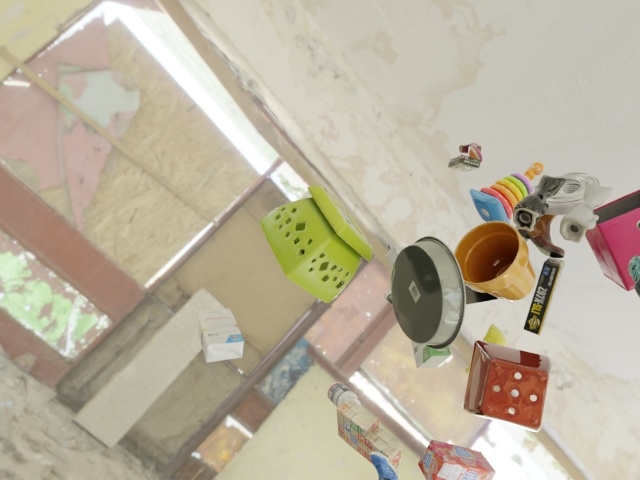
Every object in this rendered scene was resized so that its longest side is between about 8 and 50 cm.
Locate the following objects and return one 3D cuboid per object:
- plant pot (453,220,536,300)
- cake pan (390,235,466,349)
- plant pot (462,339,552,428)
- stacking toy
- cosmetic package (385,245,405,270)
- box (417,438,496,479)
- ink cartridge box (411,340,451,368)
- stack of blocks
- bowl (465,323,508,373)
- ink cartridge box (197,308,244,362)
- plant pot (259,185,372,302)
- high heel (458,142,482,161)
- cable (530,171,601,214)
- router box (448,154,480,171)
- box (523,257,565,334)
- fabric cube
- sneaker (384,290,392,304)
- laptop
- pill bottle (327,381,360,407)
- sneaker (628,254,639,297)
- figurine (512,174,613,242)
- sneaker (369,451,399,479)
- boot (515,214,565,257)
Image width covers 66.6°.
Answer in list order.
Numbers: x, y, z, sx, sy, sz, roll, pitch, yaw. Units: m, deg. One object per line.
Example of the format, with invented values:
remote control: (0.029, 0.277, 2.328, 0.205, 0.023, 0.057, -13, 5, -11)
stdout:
plant pot: (0.517, 0.078, 1.399, 0.188, 0.205, 0.205, 37, -6, -33)
cake pan: (0.264, 0.135, 1.258, 0.293, 0.054, 0.293, 178, -90, -70)
plant pot: (0.648, 0.503, 1.663, 0.267, 0.267, 0.236, 11, -7, 15)
stacking toy: (0.746, -0.200, 1.883, 0.166, 0.302, 0.175, 54, -7, -31)
cosmetic package: (0.352, 0.087, 1.724, 0.239, 0.060, 0.099, 10, 45, -29)
box: (0.530, 0.887, 1.900, 0.256, 0.128, 0.123, 20, 13, -18)
ink cartridge box: (0.552, 0.493, 2.509, 0.201, 0.117, 0.278, 109, -22, -56)
stack of blocks: (0.203, 0.830, 2.070, 0.297, 0.087, 0.171, 26, -51, 42)
bowl: (0.867, 0.583, 2.462, 0.156, 0.289, 0.289, 30, -16, 21)
ink cartridge box: (-0.297, 0.273, 1.427, 0.181, 0.104, 0.062, -132, -134, -58)
plant pot: (0.000, 0.000, 1.344, 0.227, 0.207, 0.228, 38, 15, -50)
high heel: (0.754, -0.415, 2.322, 0.244, 0.117, 0.082, -105, -166, -71)
cable: (1.051, -0.199, 2.078, 0.089, 0.257, 0.257, 66, -9, -27)
router box: (0.629, -0.336, 2.135, 0.092, 0.038, 0.122, 14, -4, -11)
box: (1.015, 0.244, 2.207, 0.079, 0.322, 0.257, 19, 11, 30)
fabric cube: (1.122, -0.009, 1.739, 0.258, 0.254, 0.259, 64, 15, -3)
sneaker: (0.471, 0.322, 2.631, 0.106, 0.234, 0.078, -116, -151, -66)
laptop: (0.584, 0.147, 2.379, 0.382, 0.236, 0.408, 33, 23, -28)
pill bottle: (0.116, 0.767, 2.355, 0.108, 0.108, 0.180, 49, -13, -23)
sneaker: (0.910, 0.101, 1.360, 0.283, 0.110, 0.122, -5, 34, -44)
figurine: (0.699, -0.109, 1.396, 0.214, 0.209, 0.092, 20, -36, 38)
sneaker: (0.224, 0.839, 1.757, 0.058, 0.085, 0.152, -27, -73, 34)
boot: (1.086, -0.079, 2.290, 0.264, 0.280, 0.096, 36, -2, 45)
